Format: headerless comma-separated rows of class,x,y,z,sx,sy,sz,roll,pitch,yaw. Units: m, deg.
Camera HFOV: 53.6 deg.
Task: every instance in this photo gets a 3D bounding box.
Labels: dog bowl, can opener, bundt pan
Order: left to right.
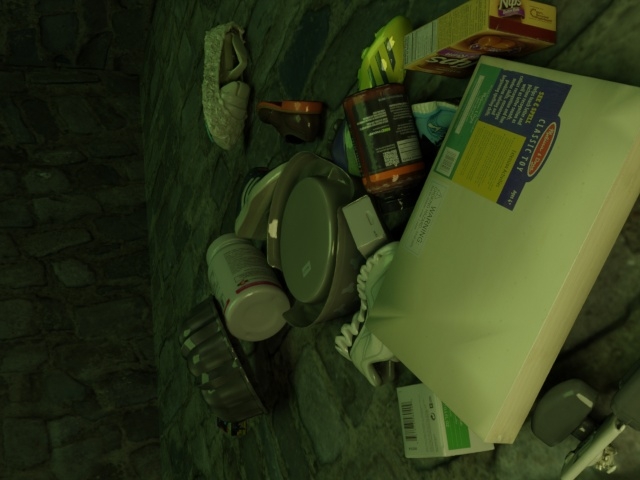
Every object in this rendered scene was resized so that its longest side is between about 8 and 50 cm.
bundt pan,-0.250,0.305,1.562,0.331,0.124,0.331,62,172,16
dog bowl,0.000,0.000,1.265,0.348,0.102,0.349,-178,90,-65
can opener,0.304,0.142,0.622,0.093,0.074,0.280,38,128,16

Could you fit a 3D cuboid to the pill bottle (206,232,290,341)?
pill bottle,-0.191,0.107,1.590,0.283,0.160,0.160,-124,44,-52

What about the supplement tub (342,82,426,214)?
supplement tub,0.107,-0.144,1.018,0.106,0.106,0.198,-6,99,64

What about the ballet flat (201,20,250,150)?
ballet flat,-0.269,-0.468,1.850,0.147,0.147,0.409,140,127,-57

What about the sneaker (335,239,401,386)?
sneaker,0.113,0.121,1.030,0.118,0.110,0.292,57,146,39

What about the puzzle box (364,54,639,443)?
puzzle box,0.214,-0.006,0.768,0.272,0.052,0.409,42,114,55

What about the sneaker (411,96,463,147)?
sneaker,0.193,-0.174,0.940,0.162,0.063,0.073,-156,57,-70

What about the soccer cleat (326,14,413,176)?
soccer cleat,0.109,-0.241,1.105,0.121,0.093,0.289,37,122,24

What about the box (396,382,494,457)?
box,0.174,0.250,0.893,0.102,0.087,0.101,-34,57,59

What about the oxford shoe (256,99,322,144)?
oxford shoe,-0.084,-0.274,1.476,0.271,0.096,0.098,-158,67,-63

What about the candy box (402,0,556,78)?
candy box,0.205,-0.267,0.846,0.186,0.109,0.053,-178,90,-65

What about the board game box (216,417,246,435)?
board game box,-0.258,0.463,1.832,0.141,0.048,0.170,-10,79,63

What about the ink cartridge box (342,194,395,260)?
ink cartridge box,0.090,-0.004,1.049,0.122,0.052,0.089,52,-165,-53

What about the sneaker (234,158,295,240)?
sneaker,-0.121,-0.131,1.505,0.350,0.131,0.148,-39,46,53
